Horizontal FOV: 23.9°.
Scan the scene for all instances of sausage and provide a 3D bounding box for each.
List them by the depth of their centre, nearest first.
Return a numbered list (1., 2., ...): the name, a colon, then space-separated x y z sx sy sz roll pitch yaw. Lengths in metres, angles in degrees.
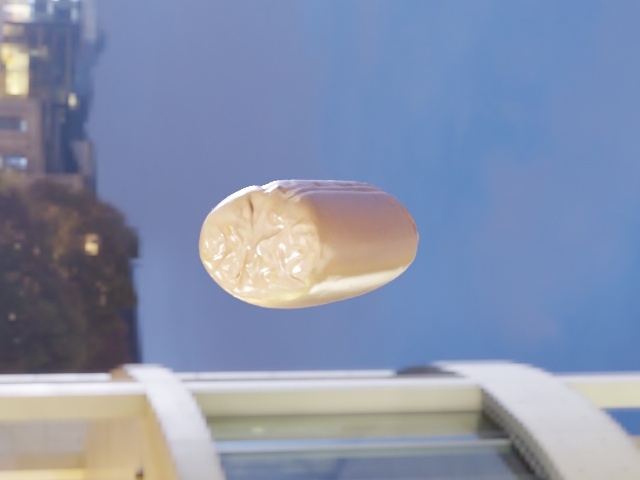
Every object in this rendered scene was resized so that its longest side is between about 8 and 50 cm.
1. sausage: 0.001 0.000 1.021 0.289 0.086 0.086 -2 93 -74
